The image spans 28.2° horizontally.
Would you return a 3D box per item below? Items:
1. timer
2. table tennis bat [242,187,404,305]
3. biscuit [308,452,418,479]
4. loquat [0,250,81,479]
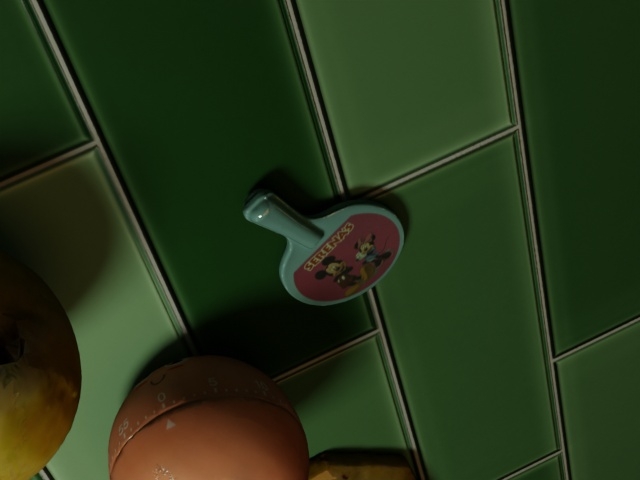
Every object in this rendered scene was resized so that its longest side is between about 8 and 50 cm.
[{"bbox_3d":[-0.129,0.249,1.455,0.230,0.215,0.229,-11,127,-15],"label":"timer"},{"bbox_3d":[0.000,0.000,1.434,0.153,0.040,0.244,-44,139,13],"label":"table tennis bat"},{"bbox_3d":[-0.001,0.430,1.801,0.359,0.046,0.359,-15,135,-16],"label":"biscuit"},{"bbox_3d":[-0.358,0.127,1.212,0.263,0.263,0.263,-15,133,-17],"label":"loquat"}]
